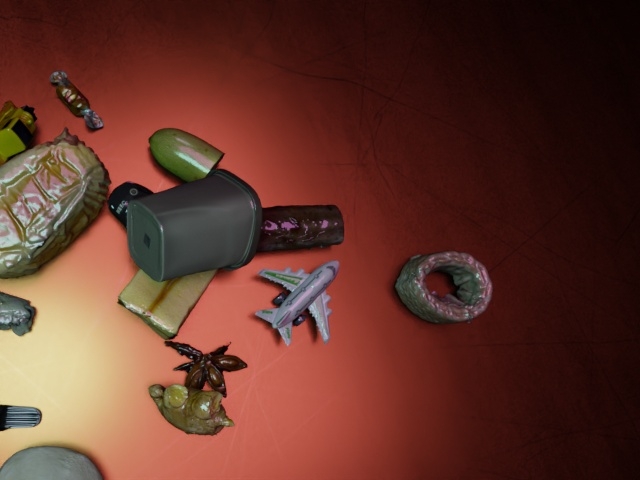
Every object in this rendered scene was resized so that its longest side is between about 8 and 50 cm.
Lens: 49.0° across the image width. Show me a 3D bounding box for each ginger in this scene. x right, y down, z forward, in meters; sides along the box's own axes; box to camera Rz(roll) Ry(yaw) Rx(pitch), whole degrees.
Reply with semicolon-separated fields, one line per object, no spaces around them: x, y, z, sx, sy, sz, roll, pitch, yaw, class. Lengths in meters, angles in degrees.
-0.299;0.399;1.660;0.216;0.157;0.102;14;46;13;ginger

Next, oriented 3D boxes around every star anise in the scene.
-0.284;0.326;1.736;0.213;0.053;0.156;5;78;-16;star anise

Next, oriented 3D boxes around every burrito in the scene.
-0.817;0.140;1.617;0.309;0.066;0.096;20;70;-12;burrito

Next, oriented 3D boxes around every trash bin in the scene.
-0.303;-0.030;1.649;0.250;0.220;0.219;-17;126;-39;trash bin

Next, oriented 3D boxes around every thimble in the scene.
0.338;0.123;1.897;0.229;0.148;0.195;31;73;-10;thimble

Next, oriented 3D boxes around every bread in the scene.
-0.355;0.090;1.703;0.168;0.163;0.264;33;73;-7;bread
-0.666;-0.071;1.629;0.389;0.183;0.236;-39;101;-14;bread

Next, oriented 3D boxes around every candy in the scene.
-0.601;0.597;1.532;0.296;0.185;0.295;1;81;-10;candy
-0.619;-0.356;1.773;0.053;0.046;0.182;-40;90;-20;candy

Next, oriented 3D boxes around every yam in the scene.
-0.085;-0.033;1.818;0.280;0.131;0.130;-5;81;-17;yam

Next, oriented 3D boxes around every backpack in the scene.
-0.445;-0.073;1.737;0.165;0.106;0.120;34;77;-10;backpack

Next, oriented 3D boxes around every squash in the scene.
-0.350;-0.222;1.791;0.187;0.123;0.123;31;73;-4;squash

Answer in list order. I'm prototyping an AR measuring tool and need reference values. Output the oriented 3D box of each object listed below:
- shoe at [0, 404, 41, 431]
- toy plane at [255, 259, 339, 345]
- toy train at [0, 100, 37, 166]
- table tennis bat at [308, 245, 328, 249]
-0.723;0.406;1.602;0.160;0.053;0.062;2;83;-18;shoe
-0.044;0.142;1.813;0.251;0.101;0.255;46;68;-3;toy plane
-0.732;-0.256;1.655;0.127;0.219;0.089;-17;126;18;toy train
0.000;0.000;1.898;0.083;0.007;0.050;-33;89;-20;table tennis bat
